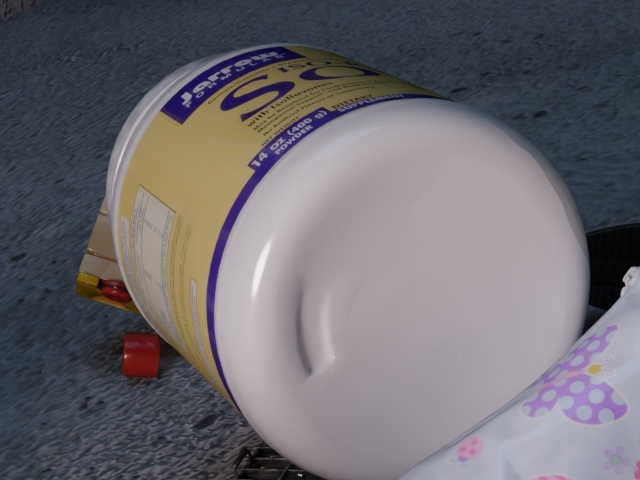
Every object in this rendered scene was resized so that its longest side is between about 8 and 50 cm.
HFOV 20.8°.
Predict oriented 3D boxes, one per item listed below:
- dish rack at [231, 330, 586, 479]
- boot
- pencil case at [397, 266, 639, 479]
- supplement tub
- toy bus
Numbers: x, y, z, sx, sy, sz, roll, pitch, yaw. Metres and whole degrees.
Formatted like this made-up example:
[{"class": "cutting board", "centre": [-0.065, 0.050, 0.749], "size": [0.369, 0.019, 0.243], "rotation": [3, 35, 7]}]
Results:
[{"class": "dish rack", "centre": [0.067, 0.133, 1.211], "size": [0.208, 0.074, 0.271], "rotation": [-5, 23, 27]}, {"class": "boot", "centre": [0.283, 0.008, 1.430], "size": [0.197, 0.077, 0.137], "rotation": [0, 15, -3]}, {"class": "pencil case", "centre": [0.151, 0.121, 0.998], "size": [0.273, 0.124, 0.113], "rotation": [-40, -8, -11]}, {"class": "supplement tub", "centre": [0.000, 0.000, 1.152], "size": [0.241, 0.241, 0.331], "rotation": [-19, 21, -17]}, {"class": "toy bus", "centre": [-0.118, 0.030, 1.549], "size": [0.191, 0.202, 0.104], "rotation": [-26, -9, -14]}]
